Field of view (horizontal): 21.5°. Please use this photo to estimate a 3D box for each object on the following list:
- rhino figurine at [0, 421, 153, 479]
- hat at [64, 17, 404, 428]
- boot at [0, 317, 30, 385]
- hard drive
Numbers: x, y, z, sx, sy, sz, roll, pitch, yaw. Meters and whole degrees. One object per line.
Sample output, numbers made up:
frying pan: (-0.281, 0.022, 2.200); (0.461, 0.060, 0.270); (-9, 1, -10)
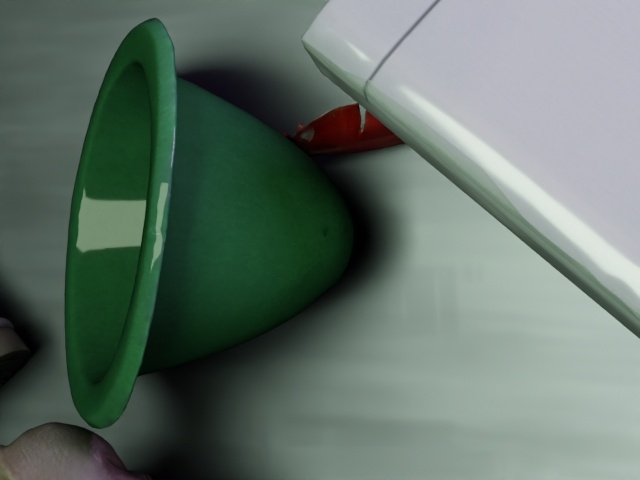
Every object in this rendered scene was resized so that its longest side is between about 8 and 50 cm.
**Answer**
rhino figurine: (-0.051, 0.163, 0.691); (0.243, 0.106, 0.073); (39, 81, 21)
hat: (0.000, 0.000, 0.720); (0.208, 0.183, 0.173); (154, 121, -69)
boot: (-0.257, 0.021, 0.827); (0.189, 0.076, 0.208); (-40, 79, 7)
hard drive: (0.196, -0.045, 0.567); (0.353, 0.047, 0.233); (42, 86, 21)
